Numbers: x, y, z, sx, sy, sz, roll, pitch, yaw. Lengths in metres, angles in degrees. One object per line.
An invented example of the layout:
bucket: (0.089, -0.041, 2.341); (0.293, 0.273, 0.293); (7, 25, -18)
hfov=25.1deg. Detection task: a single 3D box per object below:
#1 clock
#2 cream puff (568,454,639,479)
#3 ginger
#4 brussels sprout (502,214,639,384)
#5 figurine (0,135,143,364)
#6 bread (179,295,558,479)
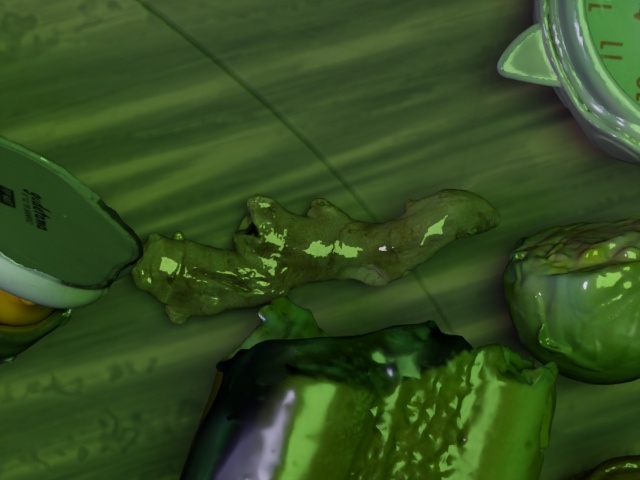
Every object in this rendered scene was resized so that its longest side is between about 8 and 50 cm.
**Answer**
clock: (0.291, -0.182, 1.124); (0.324, 0.108, 0.265); (5, 88, -10)
cream puff: (0.233, 0.231, 1.097); (0.143, 0.103, 0.126); (-19, 78, -12)
ginger: (0.000, 0.000, 1.083); (0.288, 0.075, 0.089); (-14, 85, -8)
brussels sprout: (0.220, 0.051, 1.085); (0.151, 0.149, 0.122); (-8, 108, 26)
figurine: (-0.226, 0.029, 0.967); (0.166, 0.250, 0.141); (29, 101, -12)
bread: (-0.002, 0.232, 0.996); (0.251, 0.208, 0.377); (18, 84, -17)
